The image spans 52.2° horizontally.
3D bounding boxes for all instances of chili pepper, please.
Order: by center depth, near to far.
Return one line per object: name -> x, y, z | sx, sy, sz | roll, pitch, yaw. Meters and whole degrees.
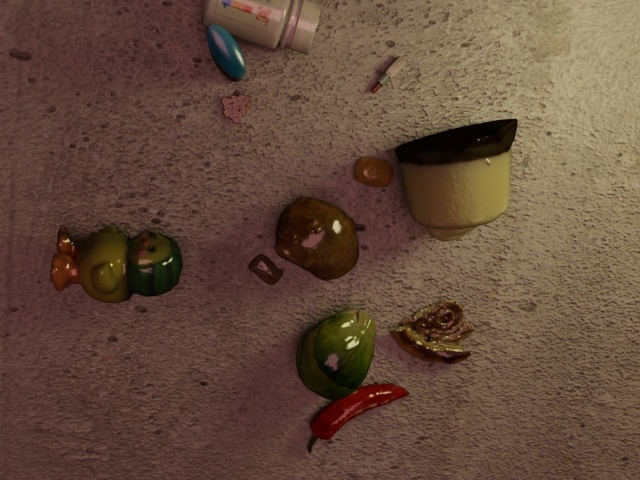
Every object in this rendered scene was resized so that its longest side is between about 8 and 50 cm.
chili pepper -> 0.099, 0.534, 2.023 | 0.368, 0.092, 0.137 | -28, 115, 1

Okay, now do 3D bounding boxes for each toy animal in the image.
toy animal -> -0.547, 0.073, 1.782 | 0.337, 0.216, 0.191 | -1, 129, -12

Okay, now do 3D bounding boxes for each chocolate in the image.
chocolate -> 0.393, -0.162, 1.806 | 0.325, 0.314, 0.297 | -11, 105, 32
chocolate -> -0.160, 0.091, 1.919 | 0.064, 0.031, 0.100 | -44, 106, 7

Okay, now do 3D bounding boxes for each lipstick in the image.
lipstick -> 0.188, -0.466, 1.854 | 0.030, 0.030, 0.129 | 43, 92, -14

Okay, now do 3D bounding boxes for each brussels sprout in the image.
brussels sprout -> 0.050, 0.327, 1.918 | 0.219, 0.210, 0.271 | 39, 78, -18

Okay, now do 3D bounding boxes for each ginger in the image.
ginger -> 0.003, -0.003, 1.831 | 0.269, 0.223, 0.201 | 31, 88, -9

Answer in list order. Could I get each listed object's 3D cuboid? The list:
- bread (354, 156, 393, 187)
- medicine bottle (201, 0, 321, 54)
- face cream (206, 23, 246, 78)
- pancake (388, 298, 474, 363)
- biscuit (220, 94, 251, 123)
bread -> 0.156, -0.196, 1.892 | 0.115, 0.056, 0.082 | 15, 100, -11
medicine bottle -> -0.152, -0.597, 1.705 | 0.292, 0.170, 0.170 | 16, 99, -10
face cream -> -0.239, -0.471, 1.658 | 0.067, 0.285, 0.139 | -33, 104, -1
pancake -> 0.358, 0.307, 2.027 | 0.257, 0.056, 0.213 | -23, 104, -3
biscuit -> -0.232, -0.375, 1.819 | 0.092, 0.016, 0.082 | -35, 99, -1
